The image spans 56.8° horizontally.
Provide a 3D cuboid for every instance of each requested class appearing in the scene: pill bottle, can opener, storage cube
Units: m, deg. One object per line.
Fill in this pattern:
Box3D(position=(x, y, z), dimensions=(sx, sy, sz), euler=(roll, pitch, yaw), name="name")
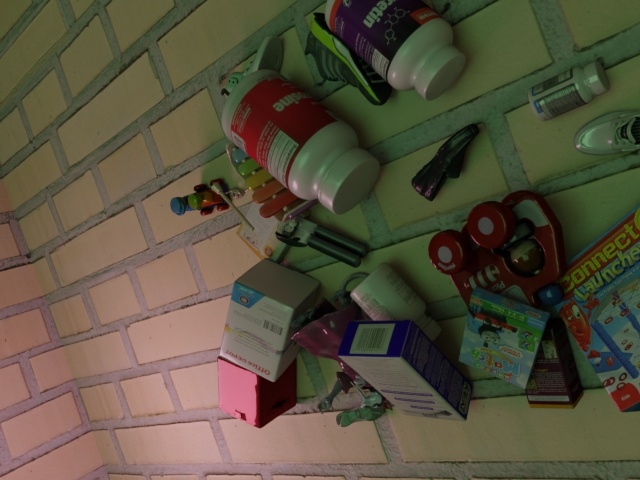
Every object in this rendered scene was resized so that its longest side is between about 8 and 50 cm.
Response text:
Box3D(position=(0.500, -0.302, 1.194), dimensions=(0.137, 0.078, 0.078), euler=(-21, 89, 41), name="pill bottle")
Box3D(position=(0.198, 0.179, 1.534), dimensions=(0.229, 0.131, 0.131), euler=(47, 127, 6), name="pill bottle")
Box3D(position=(0.171, -0.469, 1.343), dimensions=(0.323, 0.181, 0.181), euler=(47, 127, 18), name="pill bottle")
Box3D(position=(-0.051, -0.255, 1.554), dimensions=(0.407, 0.229, 0.229), euler=(41, 125, 22), name="pill bottle")
Box3D(position=(0.000, 0.000, 1.672), dimensions=(0.280, 0.074, 0.093), euler=(22, 154, 22), name="can opener")
Box3D(position=(-0.206, 0.454, 1.913), dimensions=(0.215, 0.183, 0.193), euler=(13, 110, 36), name="storage cube")

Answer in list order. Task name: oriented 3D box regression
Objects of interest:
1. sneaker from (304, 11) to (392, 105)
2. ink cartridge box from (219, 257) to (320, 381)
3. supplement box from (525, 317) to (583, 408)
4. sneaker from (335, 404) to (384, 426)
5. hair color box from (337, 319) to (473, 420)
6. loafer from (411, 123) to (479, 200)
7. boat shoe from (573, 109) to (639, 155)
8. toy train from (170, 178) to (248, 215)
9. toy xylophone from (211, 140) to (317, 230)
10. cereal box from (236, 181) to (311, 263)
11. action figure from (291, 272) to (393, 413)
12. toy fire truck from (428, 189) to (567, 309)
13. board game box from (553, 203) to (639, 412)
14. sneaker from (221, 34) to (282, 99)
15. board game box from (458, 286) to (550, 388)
Box3D(position=(0.068, -0.442, 1.500), dimensions=(0.300, 0.111, 0.121), euler=(54, 140, 20), name="sneaker")
Box3D(position=(-0.153, 0.235, 1.771), dimensions=(0.198, 0.197, 0.270), euler=(23, 117, 14), name="ink cartridge box")
Box3D(position=(0.515, 0.279, 1.347), dimensions=(0.104, 0.081, 0.188), euler=(-13, 95, 41), name="supplement box")
Box3D(position=(0.121, 0.510, 1.755), dimensions=(0.152, 0.061, 0.054), euler=(-19, 82, 22), name="sneaker")
Box3D(position=(0.217, 0.323, 1.462), dimensions=(0.185, 0.110, 0.339), euler=(-7, 137, 40), name="hair color box")
Box3D(position=(0.304, -0.182, 1.393), dimensions=(0.078, 0.076, 0.223), euler=(48, 132, 11), name="loafer")
Box3D(position=(0.598, -0.216, 1.140), dimensions=(0.226, 0.076, 0.083), euler=(-12, 94, 40), name="boat shoe")
Box3D(position=(-0.357, -0.138, 1.889), dimensions=(0.248, 0.143, 0.105), euler=(-10, 96, 40), name="toy train")
Box3D(position=(-0.162, -0.162, 1.688), dimensions=(0.322, 0.236, 0.081), euler=(41, 156, 18), name="toy xylophone")
Box3D(position=(-0.147, -0.053, 1.806), dimensions=(0.173, 0.047, 0.240), euler=(46, 125, 17), name="cereal box")
Box3D(position=(0.091, 0.323, 1.665), dimensions=(0.248, 0.276, 0.370), euler=(-26, 105, 46), name="action figure")
Box3D(position=(0.404, 0.047, 1.289), dimensions=(0.302, 0.169, 0.254), euler=(-41, 73, 46), name="toy fire truck")
Box3D(position=(0.628, 0.119, 1.130), dimensions=(0.308, 0.086, 0.302), euler=(-52, 45, 36), name="board game box")
Box3D(position=(-0.206, -0.486, 1.701), dimensions=(0.151, 0.094, 0.256), euler=(39, 123, 28), name="sneaker")
Box3D(position=(0.396, 0.215, 1.296), dimensions=(0.160, 0.039, 0.211), euler=(20, 133, 25), name="board game box")
